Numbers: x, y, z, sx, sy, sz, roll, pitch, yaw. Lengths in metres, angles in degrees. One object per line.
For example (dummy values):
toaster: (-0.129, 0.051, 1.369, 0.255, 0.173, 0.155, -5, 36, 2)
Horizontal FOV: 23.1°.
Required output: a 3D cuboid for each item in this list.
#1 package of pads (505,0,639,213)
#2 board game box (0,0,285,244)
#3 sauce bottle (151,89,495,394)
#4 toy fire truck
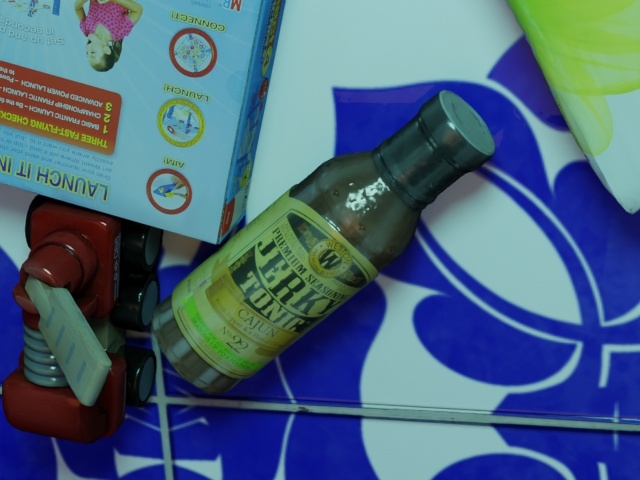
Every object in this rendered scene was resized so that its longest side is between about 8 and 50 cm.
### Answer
package of pads: (0.267, -0.192, 1.214, 0.229, 0.101, 0.297, -27, 101, 22)
board game box: (-0.192, -0.184, 1.348, 0.308, 0.086, 0.302, 16, 114, 8)
sauce bottle: (0.000, 0.000, 1.354, 0.111, 0.111, 0.344, 46, 115, -5)
toy fire truck: (-0.217, 0.092, 1.371, 0.158, 0.246, 0.217, 10, 112, 11)
